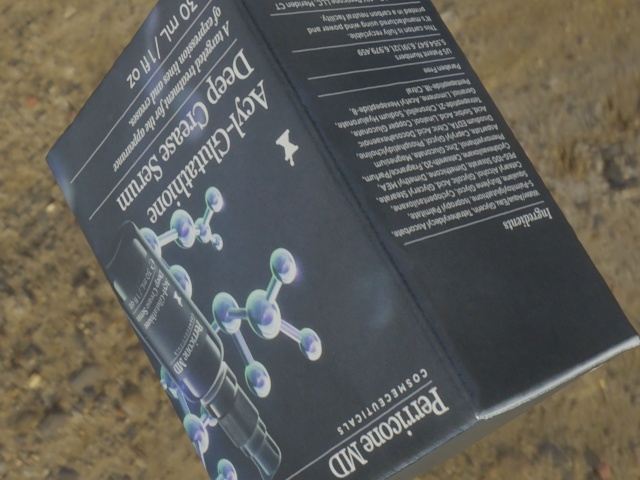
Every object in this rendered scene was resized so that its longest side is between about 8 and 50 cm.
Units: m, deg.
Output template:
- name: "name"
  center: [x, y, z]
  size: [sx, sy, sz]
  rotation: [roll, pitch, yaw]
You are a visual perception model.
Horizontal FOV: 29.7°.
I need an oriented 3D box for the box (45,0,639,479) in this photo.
- name: "box"
  center: [0.000, 0.000, 0.967]
  size: [0.293, 0.212, 0.395]
  rotation: [-43, 72, 43]
